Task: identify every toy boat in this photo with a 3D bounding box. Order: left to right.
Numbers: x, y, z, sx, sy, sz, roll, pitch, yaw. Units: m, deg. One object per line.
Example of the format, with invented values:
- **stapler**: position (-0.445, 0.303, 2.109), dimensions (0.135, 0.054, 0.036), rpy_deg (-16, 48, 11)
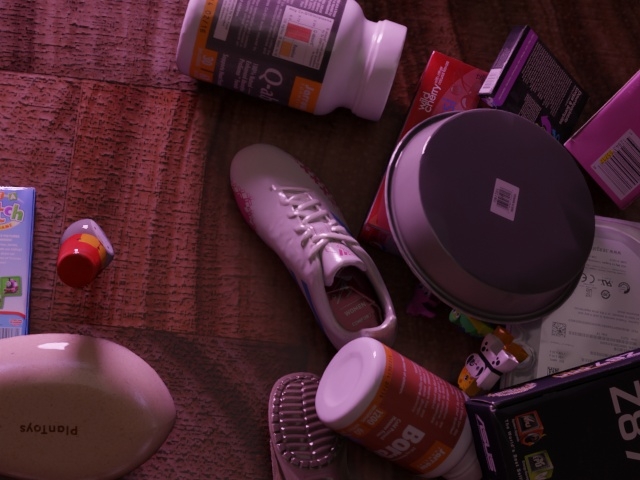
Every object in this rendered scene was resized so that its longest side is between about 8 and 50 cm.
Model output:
- **toy boat**: position (-0.297, 0.138, 1.687), dimensions (0.267, 0.148, 0.318), rpy_deg (8, 103, -5)

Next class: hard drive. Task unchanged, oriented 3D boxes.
- **hard drive**: position (0.347, 0.133, 1.821), dimensions (0.236, 0.064, 0.339), rpy_deg (10, 74, -3)

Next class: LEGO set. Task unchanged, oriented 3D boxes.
- **LEGO set**: position (0.185, 0.134, 1.771), dimensions (0.087, 0.227, 0.093), rpy_deg (29, 105, -33)

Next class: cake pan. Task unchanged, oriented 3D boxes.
- **cake pan**: position (0.222, -0.041, 1.754), dimensions (0.293, 0.054, 0.293), rpy_deg (10, 65, -21)

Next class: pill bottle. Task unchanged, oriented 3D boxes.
- **pill bottle**: position (-0.037, -0.257, 1.839), dimensions (0.278, 0.162, 0.162), rpy_deg (17, 73, -1)
- **pill bottle**: position (0.111, 0.216, 1.709), dimensions (0.216, 0.121, 0.121), rpy_deg (31, 71, -24)

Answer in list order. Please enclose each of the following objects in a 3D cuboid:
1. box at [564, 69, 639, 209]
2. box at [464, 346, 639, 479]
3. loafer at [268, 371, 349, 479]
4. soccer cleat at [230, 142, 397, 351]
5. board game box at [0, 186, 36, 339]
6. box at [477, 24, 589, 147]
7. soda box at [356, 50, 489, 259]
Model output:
- **box**: position (0.470, -0.180, 1.803), dimensions (0.117, 0.213, 0.243), rpy_deg (49, 45, 8)
- **box**: position (0.373, 0.341, 1.689), dimensions (0.318, 0.097, 0.395), rpy_deg (-14, 91, -17)
- **loafer**: position (-0.012, 0.291, 1.722), dimensions (0.102, 0.092, 0.269), rpy_deg (-2, 57, -15)
- **soccer cleat**: position (0.000, 0.000, 1.778), dimensions (0.116, 0.143, 0.331), rpy_deg (-31, 79, -14)
- **board game box**: position (-0.445, 0.036, 1.771), dimensions (0.160, 0.039, 0.212), rpy_deg (2, 75, -6)
- **box**: position (0.289, -0.194, 1.882), dimensions (0.162, 0.029, 0.116), rpy_deg (41, 69, -32)
- **soda box**: position (0.135, -0.111, 1.852), dimensions (0.083, 0.092, 0.263), rpy_deg (22, 73, -1)
